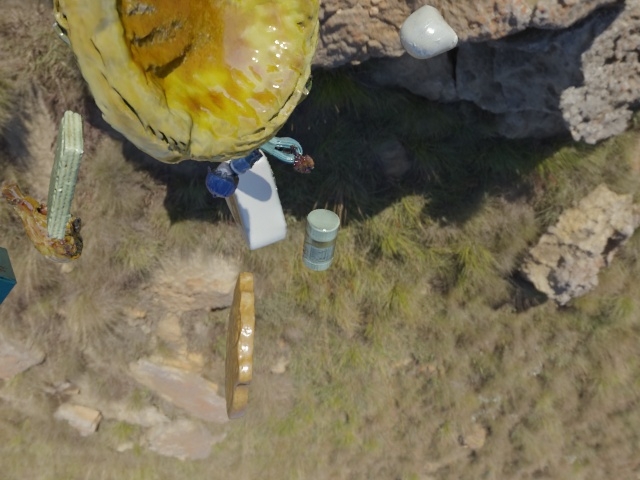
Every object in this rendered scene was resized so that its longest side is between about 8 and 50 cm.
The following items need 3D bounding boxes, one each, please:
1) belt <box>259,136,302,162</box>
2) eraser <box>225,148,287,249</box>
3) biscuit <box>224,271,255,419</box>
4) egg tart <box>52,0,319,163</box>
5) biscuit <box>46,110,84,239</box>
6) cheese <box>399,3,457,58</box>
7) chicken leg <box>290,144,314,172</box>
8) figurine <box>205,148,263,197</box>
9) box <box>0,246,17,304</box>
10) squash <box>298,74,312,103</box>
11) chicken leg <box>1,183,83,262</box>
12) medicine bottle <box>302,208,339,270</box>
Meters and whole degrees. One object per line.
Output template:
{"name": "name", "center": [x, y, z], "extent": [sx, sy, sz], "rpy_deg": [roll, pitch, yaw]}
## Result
{"name": "belt", "center": [-0.203, -0.362, 1.673], "extent": [0.302, 0.072, 0.087], "rpy_deg": [21, 120, -26]}
{"name": "eraser", "center": [-0.234, -0.125, 1.670], "extent": [0.149, 0.331, 0.331], "rpy_deg": [-22, 137, -17]}
{"name": "biscuit", "center": [-0.247, 0.310, 1.409], "extent": [0.062, 0.385, 0.365], "rpy_deg": [6, 134, -14]}
{"name": "egg tart", "center": [-0.144, -0.280, 0.554], "extent": [0.169, 0.388, 0.388], "rpy_deg": [17, 142, 28]}
{"name": "biscuit", "center": [-0.442, -0.109, 0.819], "extent": [0.040, 0.121, 0.199], "rpy_deg": [6, 131, -34]}
{"name": "cheese", "center": [0.401, -0.786, 1.812], "extent": [0.189, 0.198, 0.154], "rpy_deg": [-34, 169, 0]}
{"name": "chicken leg", "center": [-0.035, -0.144, 0.866], "extent": [0.021, 0.036, 0.083], "rpy_deg": [19, 176, 30]}
{"name": "figurine", "center": [-0.200, -0.164, 1.105], "extent": [0.149, 0.086, 0.087], "rpy_deg": [-35, 91, 6]}
{"name": "box", "center": [-0.837, 0.137, 1.118], "extent": [0.245, 0.153, 0.092], "rpy_deg": [-53, 140, 5]}
{"name": "squash", "center": [-0.110, -0.325, 1.085], "extent": [0.318, 0.071, 0.080], "rpy_deg": [1, 121, 46]}
{"name": "chicken leg", "center": [-0.606, -0.042, 1.045], "extent": [0.101, 0.085, 0.207], "rpy_deg": [-30, 104, 26]}
{"name": "medicine bottle", "center": [0.000, 0.000, 0.682], "extent": [0.047, 0.047, 0.083], "rpy_deg": [4, 136, -5]}
